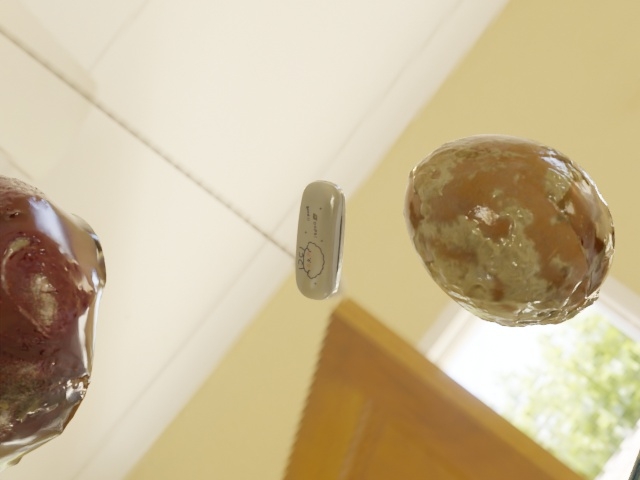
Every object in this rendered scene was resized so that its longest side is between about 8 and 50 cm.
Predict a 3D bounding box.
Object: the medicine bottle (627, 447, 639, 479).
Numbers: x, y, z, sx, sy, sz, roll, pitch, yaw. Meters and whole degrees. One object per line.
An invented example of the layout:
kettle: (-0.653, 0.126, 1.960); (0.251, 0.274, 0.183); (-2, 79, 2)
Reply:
medicine bottle: (0.321, 0.221, 1.429); (0.191, 0.051, 0.051); (-69, -21, 2)

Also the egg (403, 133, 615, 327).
egg: (0.191, -0.013, 1.540); (0.195, 0.233, 0.195); (-47, 12, 14)

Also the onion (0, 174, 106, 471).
onion: (-0.500, 0.086, 1.854); (0.420, 0.398, 0.398); (16, -68, -44)

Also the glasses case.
glasses case: (0.000, 0.000, 2.451); (0.049, 0.076, 0.197); (-12, -70, -55)
